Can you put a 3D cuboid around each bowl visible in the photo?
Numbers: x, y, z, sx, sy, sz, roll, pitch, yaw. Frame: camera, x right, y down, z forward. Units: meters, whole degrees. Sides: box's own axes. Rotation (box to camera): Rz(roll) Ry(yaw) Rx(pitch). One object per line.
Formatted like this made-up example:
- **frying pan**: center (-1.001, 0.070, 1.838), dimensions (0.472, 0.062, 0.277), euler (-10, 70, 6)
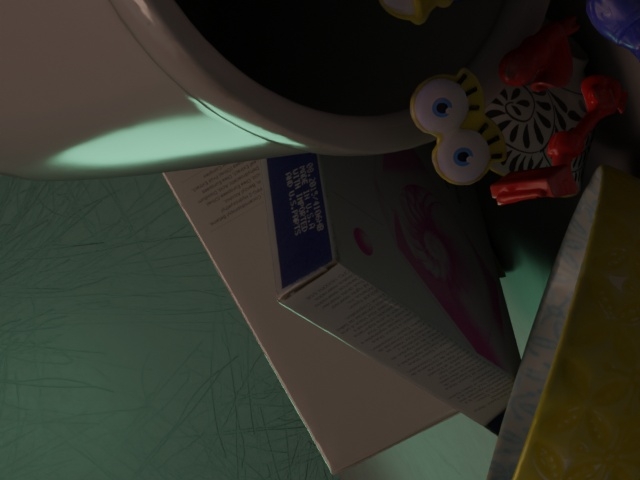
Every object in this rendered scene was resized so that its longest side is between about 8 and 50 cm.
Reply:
- **bowl**: center (0.208, 0.110, 0.922), dimensions (0.156, 0.289, 0.289), euler (18, 161, 5)
- **bowl**: center (0.131, -0.112, 0.973), dimensions (0.170, 0.080, 0.170), euler (29, -155, -15)

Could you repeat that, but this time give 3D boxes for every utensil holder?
- **utensil holder**: center (-0.098, -0.199, 0.910), dimensions (0.385, 0.327, 0.327), euler (-5, 114, 52)

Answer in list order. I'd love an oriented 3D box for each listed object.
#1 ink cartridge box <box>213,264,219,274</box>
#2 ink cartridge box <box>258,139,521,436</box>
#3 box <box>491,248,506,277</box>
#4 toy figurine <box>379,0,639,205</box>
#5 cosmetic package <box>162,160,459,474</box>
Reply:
- **ink cartridge box**: center (-0.039, -0.041, 1.721), dimensions (0.115, 0.198, 0.273), euler (64, 169, -7)
- **ink cartridge box**: center (0.072, -0.028, 1.149), dimensions (0.330, 0.071, 0.324), euler (33, -145, -41)
- **box**: center (0.114, -0.047, 1.443), dimensions (0.201, 0.021, 0.164), euler (62, 173, -2)
- **toy figurine**: center (0.150, -0.208, 0.712), dimensions (0.217, 0.191, 0.362), euler (-6, 106, 47)
- **cosmetic package**: center (0.000, 0.000, 1.287), dimensions (0.365, 0.155, 0.197), euler (62, -169, -1)
